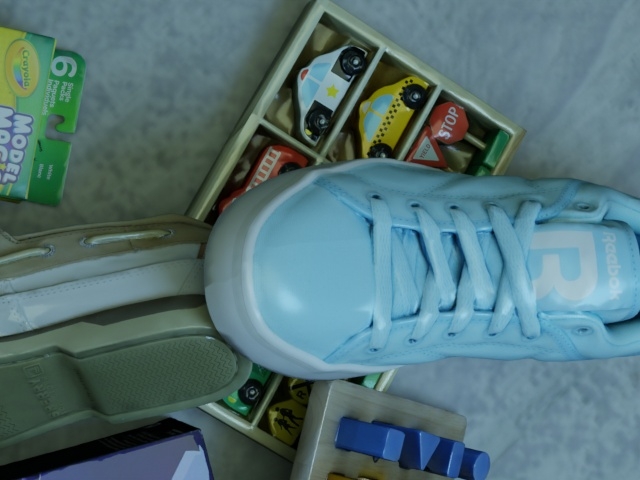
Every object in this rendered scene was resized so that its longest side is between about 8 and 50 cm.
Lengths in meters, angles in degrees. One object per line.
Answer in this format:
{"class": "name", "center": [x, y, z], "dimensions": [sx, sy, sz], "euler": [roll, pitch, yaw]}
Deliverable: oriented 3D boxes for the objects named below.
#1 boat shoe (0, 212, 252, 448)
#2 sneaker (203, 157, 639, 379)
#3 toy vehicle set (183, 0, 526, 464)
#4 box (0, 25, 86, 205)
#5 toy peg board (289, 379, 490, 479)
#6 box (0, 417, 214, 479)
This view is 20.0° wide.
{"class": "boat shoe", "center": [-0.193, 0.055, 1.076], "dimensions": [0.302, 0.113, 0.103], "euler": [-6, 49, -2]}
{"class": "sneaker", "center": [0.106, 0.009, 1.074], "dimensions": [0.366, 0.150, 0.135], "euler": [-2, 83, -40]}
{"class": "toy vehicle set", "center": [0.000, 0.000, 1.165], "dimensions": [0.166, 0.035, 0.267], "euler": [31, 81, -13]}
{"class": "box", "center": [-0.235, -0.084, 1.099], "dimensions": [0.179, 0.043, 0.105], "euler": [11, 86, -17]}
{"class": "toy peg board", "center": [0.053, 0.180, 1.111], "dimensions": [0.161, 0.079, 0.160], "euler": [22, 81, -53]}
{"class": "box", "center": [-0.135, 0.258, 1.088], "dimensions": [0.184, 0.103, 0.261], "euler": [-15, 92, -13]}
